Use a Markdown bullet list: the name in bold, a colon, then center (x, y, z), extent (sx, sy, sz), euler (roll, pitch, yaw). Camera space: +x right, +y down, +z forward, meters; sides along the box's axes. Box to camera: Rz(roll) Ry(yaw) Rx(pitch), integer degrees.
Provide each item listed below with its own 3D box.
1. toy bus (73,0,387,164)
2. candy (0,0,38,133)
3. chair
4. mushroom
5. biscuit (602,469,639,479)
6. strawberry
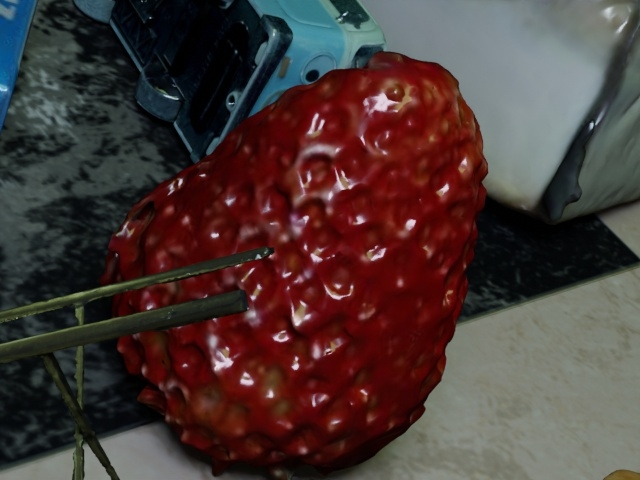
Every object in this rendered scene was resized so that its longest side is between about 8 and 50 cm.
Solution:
- **toy bus**: center (-0.063, -0.173, 1.081), extent (0.164, 0.133, 0.271), euler (3, 40, -39)
- **candy**: center (-0.332, -0.144, 0.882), extent (0.305, 0.100, 0.157), euler (20, 35, -16)
- **chair**: center (-0.176, 0.086, 0.659), extent (0.325, 0.170, 0.160), euler (-8, 8, 4)
- **mushroom**: center (0.202, -0.185, 1.252), extent (0.313, 0.224, 0.397), euler (31, 24, 29)
- **biscuit**: center (0.300, 0.255, 0.869), extent (0.333, 0.047, 0.202), euler (35, 35, 9)
- **strawberry**: center (0.000, 0.000, 0.804), extent (0.205, 0.244, 0.205), euler (19, 33, -13)
